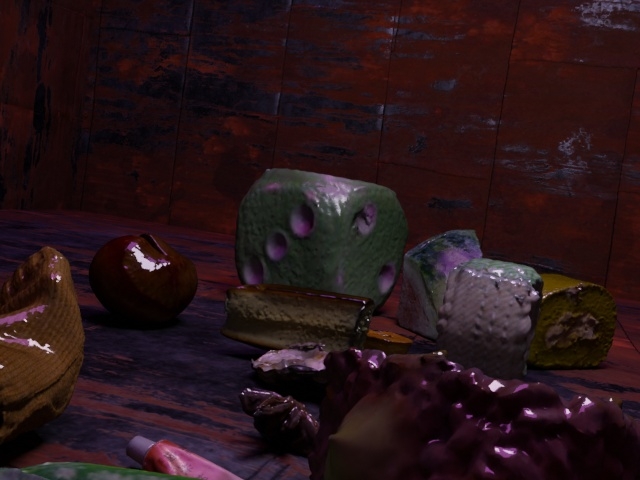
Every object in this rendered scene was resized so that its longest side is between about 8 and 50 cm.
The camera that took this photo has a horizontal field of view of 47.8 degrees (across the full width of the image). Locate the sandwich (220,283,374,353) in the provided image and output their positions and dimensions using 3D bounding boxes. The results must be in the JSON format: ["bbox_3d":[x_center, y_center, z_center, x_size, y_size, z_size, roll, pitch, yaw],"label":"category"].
[{"bbox_3d":[-0.037,0.134,1.210,0.236,0.122,0.128,10,-6,14],"label":"sandwich"}]

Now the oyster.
[{"bbox_3d":[0.040,0.194,1.020,0.345,0.078,0.129,2,0,37],"label":"oyster"}]

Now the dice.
[{"bbox_3d":[0.000,0.000,1.766,0.322,0.330,0.318,13,8,37],"label":"dice"}]

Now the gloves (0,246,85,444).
[{"bbox_3d":[-0.354,0.121,0.754,0.203,0.155,0.356,0,21,-4],"label":"gloves"}]

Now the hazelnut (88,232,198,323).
[{"bbox_3d":[-0.329,0.082,1.355,0.178,0.177,0.204,11,1,35],"label":"hazelnut"}]

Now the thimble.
[{"bbox_3d":[0.286,0.138,1.219,0.150,0.218,0.219,12,6,21],"label":"thimble"}]

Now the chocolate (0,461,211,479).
[{"bbox_3d":[-0.146,0.202,0.491,0.291,0.110,0.110,6,4,12],"label":"chocolate"}]

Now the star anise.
[{"bbox_3d":[-0.045,0.208,0.842,0.124,0.056,0.129,32,-8,-18],"label":"star anise"}]

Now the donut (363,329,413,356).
[{"bbox_3d":[0.117,0.193,1.341,0.108,0.043,0.097,7,4,-16],"label":"donut"}]

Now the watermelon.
[{"bbox_3d":[0.297,0.123,1.648,0.193,0.310,0.231,6,-33,-24],"label":"watermelon"}]

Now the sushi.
[{"bbox_3d":[0.101,0.179,0.545,0.237,0.170,0.270,25,-12,-36],"label":"sushi"}]

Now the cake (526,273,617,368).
[{"bbox_3d":[0.469,0.160,1.473,0.261,0.179,0.156,6,4,-31],"label":"cake"}]

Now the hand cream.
[{"bbox_3d":[-0.098,0.228,0.656,0.216,0.038,0.052,15,35,31],"label":"hand cream"}]
